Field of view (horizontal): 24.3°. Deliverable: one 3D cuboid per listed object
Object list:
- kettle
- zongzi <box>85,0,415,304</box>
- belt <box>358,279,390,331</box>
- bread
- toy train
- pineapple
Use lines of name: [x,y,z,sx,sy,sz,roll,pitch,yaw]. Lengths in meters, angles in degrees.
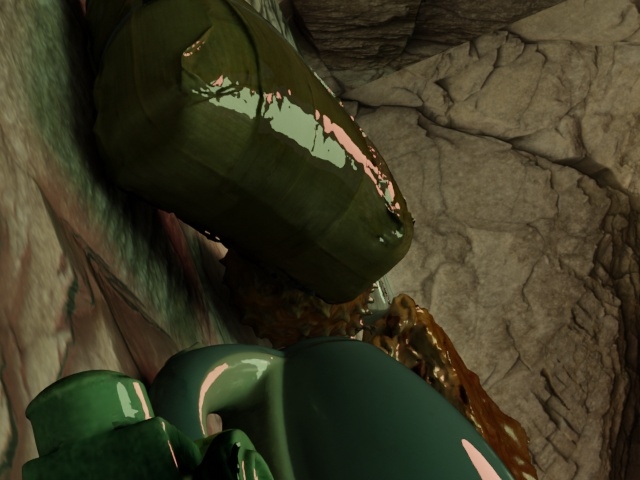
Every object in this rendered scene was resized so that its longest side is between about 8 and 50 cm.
kettle: [0.012,0.209,1.126,0.319,0.247,0.342,23,30,-44]
zongzi: [-0.080,-0.137,1.432,0.356,0.174,0.393,37,19,-39]
belt: [0.000,0.000,2.104,0.260,0.122,0.325,65,5,19]
bread: [0.171,0.299,2.255,0.370,0.191,0.314,53,17,-21]
toy train: [-0.043,0.260,0.714,0.253,0.160,0.397,72,-2,-72]
pineapple: [-0.017,0.068,1.665,0.361,0.175,0.175,87,-15,-68]
